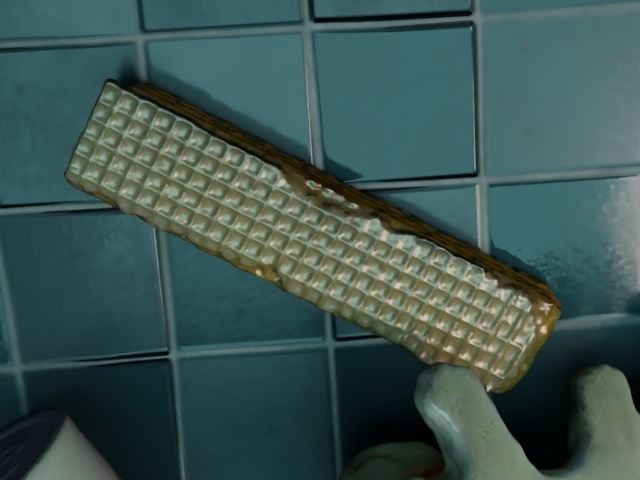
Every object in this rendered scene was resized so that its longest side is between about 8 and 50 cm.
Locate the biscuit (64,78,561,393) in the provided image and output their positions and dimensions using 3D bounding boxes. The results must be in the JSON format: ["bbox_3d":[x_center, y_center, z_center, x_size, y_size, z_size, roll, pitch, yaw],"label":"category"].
[{"bbox_3d":[0.000,0.000,0.882,0.379,0.054,0.094,26,106,-8],"label":"biscuit"}]

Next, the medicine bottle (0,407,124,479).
[{"bbox_3d":[-0.172,0.312,0.894,0.212,0.212,0.325,-35,105,9],"label":"medicine bottle"}]

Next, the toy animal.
[{"bbox_3d":[0.156,0.188,0.889,0.266,0.188,0.308,36,63,4],"label":"toy animal"}]
